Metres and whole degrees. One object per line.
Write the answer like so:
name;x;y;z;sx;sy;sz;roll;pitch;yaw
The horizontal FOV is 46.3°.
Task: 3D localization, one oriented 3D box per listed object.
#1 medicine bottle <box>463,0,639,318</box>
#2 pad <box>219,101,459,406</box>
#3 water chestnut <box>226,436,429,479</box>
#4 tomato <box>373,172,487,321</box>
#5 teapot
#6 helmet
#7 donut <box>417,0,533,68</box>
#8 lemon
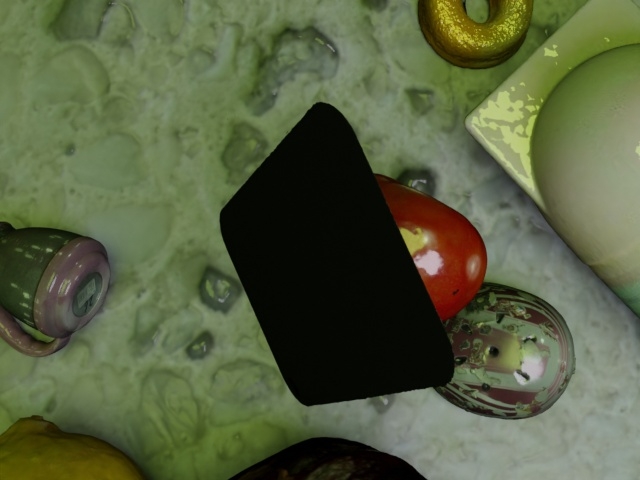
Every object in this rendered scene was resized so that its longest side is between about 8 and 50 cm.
medicine bottle;0.365;-0.055;0.782;0.235;0.236;0.406;-43;87;-4
pad;-0.001;-0.001;0.730;0.063;0.375;0.315;-23;86;-26
water chestnut;0.030;0.359;0.686;0.335;0.346;0.336;4;84;-41
tomato;0.080;0.012;0.795;0.195;0.195;0.136;30;94;2
teapot;-0.320;0.045;0.846;0.145;0.148;0.116;20;48;13
helmet;0.202;0.125;0.830;0.176;0.107;0.153;11;87;0
donut;0.188;-0.286;0.894;0.151;0.058;0.152;0;87;-1
lemon;-0.261;0.324;0.747;0.236;0.236;0.263;-42;64;-4
